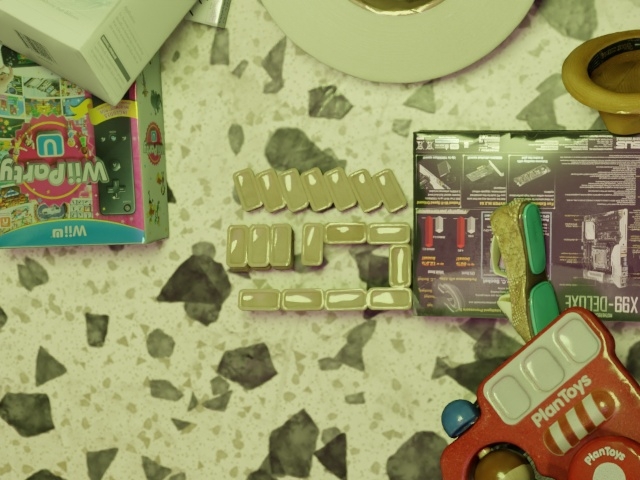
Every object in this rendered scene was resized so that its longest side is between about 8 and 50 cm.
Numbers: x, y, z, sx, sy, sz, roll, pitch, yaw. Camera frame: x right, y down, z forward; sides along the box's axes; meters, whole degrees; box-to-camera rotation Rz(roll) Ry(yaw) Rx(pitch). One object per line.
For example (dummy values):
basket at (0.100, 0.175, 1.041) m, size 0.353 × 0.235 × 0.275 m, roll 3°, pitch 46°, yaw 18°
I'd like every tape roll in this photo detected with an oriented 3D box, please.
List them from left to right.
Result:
tape roll at (0.098, -0.389, 1.613) m, size 0.391 × 0.072 × 0.392 m, roll 3°, pitch 113°, yaw 8°

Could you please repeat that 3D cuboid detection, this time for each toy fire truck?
toy fire truck at (0.271, 0.259, 1.541) m, size 0.302 × 0.169 × 0.254 m, roll -43°, pitch 64°, yaw 18°

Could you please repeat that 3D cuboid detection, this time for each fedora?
fedora at (0.390, -0.187, 1.595) m, size 0.194 × 0.194 × 0.079 m, roll 0°, pitch 128°, yaw 11°

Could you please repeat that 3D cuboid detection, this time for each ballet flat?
ballet flat at (0.251, 0.051, 1.614) m, size 0.067 × 0.073 × 0.206 m, roll -6°, pitch 94°, yaw 40°

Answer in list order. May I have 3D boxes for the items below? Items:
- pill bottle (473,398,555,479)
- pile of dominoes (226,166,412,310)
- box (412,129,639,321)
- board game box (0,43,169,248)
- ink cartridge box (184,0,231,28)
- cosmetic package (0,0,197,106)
pill bottle at (0.300, 0.261, 1.666) m, size 0.219 × 0.123 × 0.123 m, roll 40°, pitch 102°, yaw 6°
pile of dominoes at (0.000, 0.000, 1.741) m, size 0.251 × 0.040 × 0.196 m, roll 0°, pitch 79°, yaw 9°
box at (0.273, -0.022, 1.666) m, size 0.307 × 0.076 × 0.243 m, roll 0°, pitch 96°, yaw 11°
board game box at (-0.332, -0.145, 1.765) m, size 0.224 × 0.097 × 0.304 m, roll -2°, pitch 96°, yaw 12°
ink cartridge box at (-0.154, -0.396, 1.728) m, size 0.097 × 0.046 × 0.207 m, roll 15°, pitch 98°, yaw 9°
cosmetic package at (-0.295, -0.332, 1.639) m, size 0.224 × 0.138 × 0.225 m, roll 29°, pitch 74°, yaw 23°
